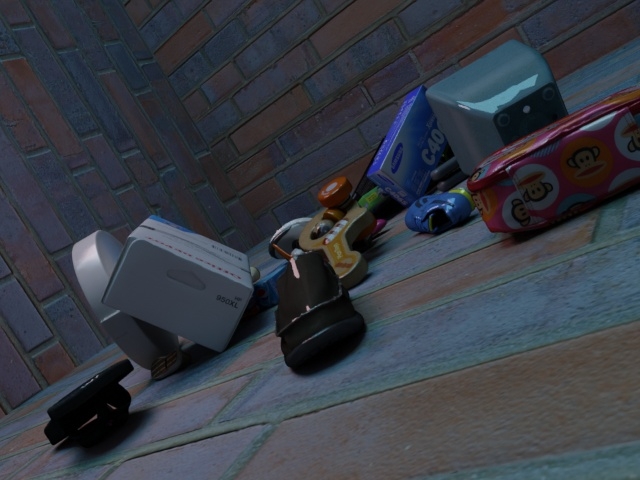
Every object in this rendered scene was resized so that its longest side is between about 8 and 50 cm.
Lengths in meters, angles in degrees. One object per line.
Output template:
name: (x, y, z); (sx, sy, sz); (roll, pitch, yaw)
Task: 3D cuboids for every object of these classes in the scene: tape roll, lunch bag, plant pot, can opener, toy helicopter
tape roll: (-0.499, 0.153, 1.594); (0.072, 0.392, 0.392); (-31, 6, -4)
lunch bag: (0.374, -0.122, 0.914); (0.293, 0.120, 0.258); (-27, 3, 23)
plant pot: (0.425, -0.272, 1.374); (0.248, 0.247, 0.252); (-30, 23, 5)
can opener: (0.441, -0.236, 1.718); (0.283, 0.076, 0.095); (-34, 6, -18)
toy helicopter: (0.019, 0.015, 1.342); (0.235, 0.140, 0.355); (-35, 23, 6)

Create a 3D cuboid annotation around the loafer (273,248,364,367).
loafer: (-0.027, 0.093, 0.975); (0.134, 0.130, 0.366); (-31, 6, 0)

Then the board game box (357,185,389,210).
board game box: (0.204, -0.138, 1.941); (0.317, 0.046, 0.213); (-35, -11, -35)

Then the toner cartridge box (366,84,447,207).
toner cartridge box: (0.282, -0.285, 1.846); (0.075, 0.165, 0.347); (-23, 36, 58)

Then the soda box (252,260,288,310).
soda box: (-0.089, 0.097, 1.583); (0.071, 0.067, 0.210); (-26, 6, 37)

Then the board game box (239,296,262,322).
board game box: (-0.152, 0.149, 1.660); (0.145, 0.027, 0.281); (-28, 6, 37)

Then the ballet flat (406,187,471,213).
ballet flat: (0.254, -0.070, 1.352); (0.168, 0.057, 0.052); (-27, 16, 34)

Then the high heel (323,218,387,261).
high heel: (0.058, -0.029, 1.666); (0.244, 0.117, 0.082); (-27, 6, 32)

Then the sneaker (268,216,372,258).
sneaker: (0.000, 0.000, 1.542); (0.272, 0.100, 0.108); (-12, 37, 4)

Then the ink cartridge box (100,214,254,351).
ink cartridge box: (-0.325, 0.086, 1.461); (0.166, 0.286, 0.395); (-65, 11, 4)

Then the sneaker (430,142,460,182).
sneaker: (0.474, -0.296, 1.949); (0.147, 0.145, 0.385); (15, -40, -40)

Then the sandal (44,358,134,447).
sandal: (-0.445, 0.343, 1.220); (0.168, 0.107, 0.446); (-36, -5, -34)

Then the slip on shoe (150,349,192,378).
slip on shoe: (-0.345, 0.285, 1.411); (0.041, 0.051, 0.135); (17, -40, -39)

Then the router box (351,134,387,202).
router box: (0.252, -0.256, 2.059); (0.243, 0.081, 0.308); (-32, -19, -38)

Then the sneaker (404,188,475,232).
sneaker: (0.221, -0.048, 1.250); (0.082, 0.069, 0.209); (-38, 8, -26)

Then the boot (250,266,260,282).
boot: (-0.321, 0.170, 2.104); (0.213, 0.077, 0.165); (-26, 9, 16)
